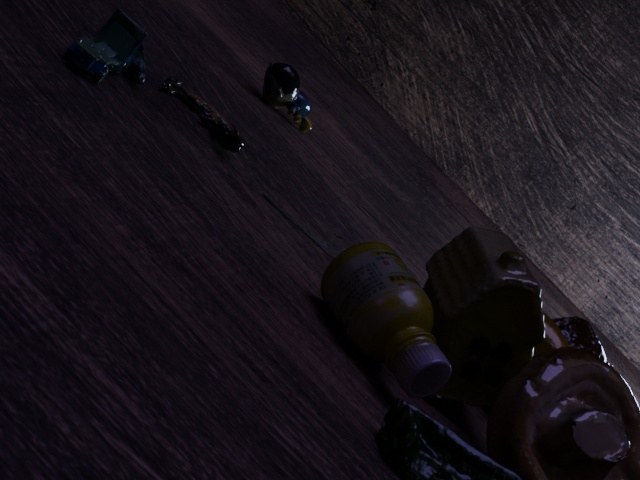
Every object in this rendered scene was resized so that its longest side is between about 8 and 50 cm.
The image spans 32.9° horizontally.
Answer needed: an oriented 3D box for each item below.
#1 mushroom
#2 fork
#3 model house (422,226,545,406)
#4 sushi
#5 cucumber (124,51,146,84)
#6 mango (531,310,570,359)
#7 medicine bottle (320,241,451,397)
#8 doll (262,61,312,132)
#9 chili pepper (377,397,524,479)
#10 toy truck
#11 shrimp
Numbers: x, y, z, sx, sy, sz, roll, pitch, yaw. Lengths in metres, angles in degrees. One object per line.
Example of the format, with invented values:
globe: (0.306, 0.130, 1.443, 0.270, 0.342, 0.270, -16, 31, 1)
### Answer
mushroom: (0.338, 0.280, 1.452, 0.278, 0.146, 0.278, 11, 69, -28)
fork: (0.002, -0.001, 1.712, 0.235, 0.021, 0.039, 42, 10, -14)
model house: (0.238, 0.103, 1.562, 0.174, 0.234, 0.193, 19, 21, -11)
sushi: (0.467, 0.268, 2.027, 0.167, 0.179, 0.296, 27, -28, 46)
cucumber: (-0.283, -0.274, 1.643, 0.037, 0.037, 0.155, 37, 15, -32)
mango: (0.325, 0.201, 1.734, 0.317, 0.176, 0.119, 51, 31, 16)
medicine bottle: (0.094, 0.109, 1.430, 0.122, 0.122, 0.212, 31, 19, -45)
doll: (-0.073, -0.305, 2.302, 0.179, 0.088, 0.102, 65, -1, -38)
chili pepper: (0.172, 0.281, 1.245, 0.253, 0.083, 0.099, 41, 22, -3)
toy truck: (-0.296, -0.274, 1.505, 0.067, 0.081, 0.175, 42, 13, -6)
shrimp: (-0.186, -0.201, 1.710, 0.148, 0.035, 0.195, 41, 6, -27)
